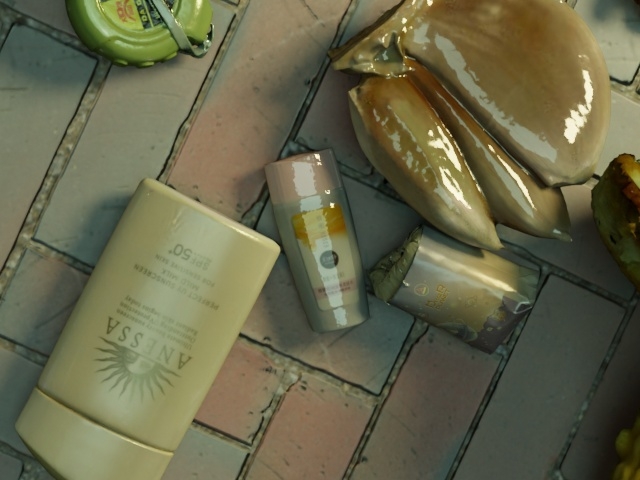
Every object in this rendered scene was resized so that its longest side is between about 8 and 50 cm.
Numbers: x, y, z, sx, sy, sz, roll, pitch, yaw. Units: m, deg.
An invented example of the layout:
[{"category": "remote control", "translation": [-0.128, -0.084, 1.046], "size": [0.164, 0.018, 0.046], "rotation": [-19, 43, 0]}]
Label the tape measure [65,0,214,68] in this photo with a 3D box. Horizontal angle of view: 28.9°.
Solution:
[{"category": "tape measure", "translation": [-0.196, -0.263, 1.330], "size": [0.154, 0.087, 0.177], "rotation": [-27, 98, -15]}]

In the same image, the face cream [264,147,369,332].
[{"category": "face cream", "translation": [0.000, 0.000, 1.382], "size": [0.084, 0.057, 0.198], "rotation": [-16, 96, -5]}]

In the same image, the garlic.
[{"category": "garlic", "translation": [0.178, -0.150, 1.353], "size": [0.325, 0.132, 0.279], "rotation": [43, 89, -4]}]

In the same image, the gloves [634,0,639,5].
[{"category": "gloves", "translation": [0.446, -0.324, 1.374], "size": [0.218, 0.131, 0.140], "rotation": [-31, 94, -12]}]

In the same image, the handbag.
[{"category": "handbag", "translation": [0.140, 0.052, 1.371], "size": [0.173, 0.117, 0.095], "rotation": [25, 48, -5]}]

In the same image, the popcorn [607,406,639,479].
[{"category": "popcorn", "translation": [0.433, 0.264, 1.363], "size": [0.252, 0.215, 0.286], "rotation": [-32, 135, -31]}]

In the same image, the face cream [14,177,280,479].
[{"category": "face cream", "translation": [-0.196, 0.120, 1.358], "size": [0.173, 0.081, 0.348], "rotation": [28, 90, -7]}]

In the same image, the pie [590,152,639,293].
[{"category": "pie", "translation": [0.417, 0.034, 1.300], "size": [0.103, 0.354, 0.288], "rotation": [-49, 62, 27]}]
